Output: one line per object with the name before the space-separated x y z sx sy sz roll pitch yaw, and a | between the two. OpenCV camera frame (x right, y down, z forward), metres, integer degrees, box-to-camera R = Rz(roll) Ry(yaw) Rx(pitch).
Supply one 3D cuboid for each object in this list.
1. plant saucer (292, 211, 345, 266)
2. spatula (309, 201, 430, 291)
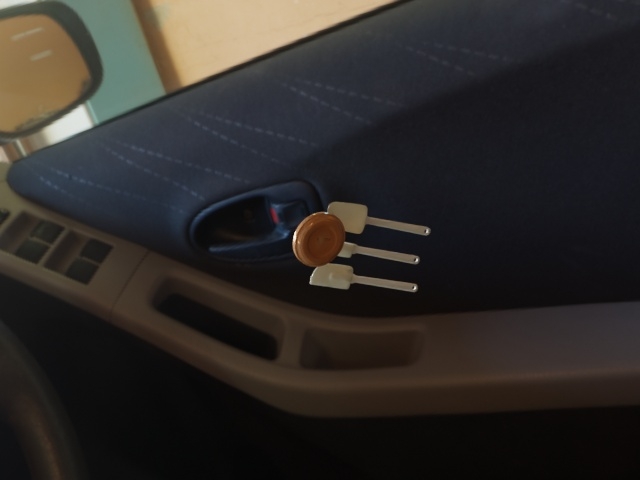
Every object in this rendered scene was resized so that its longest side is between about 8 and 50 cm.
plant saucer | 0.000 0.000 0.920 0.083 0.083 0.013 -26 32 -18
spatula | 0.106 0.020 1.243 0.242 0.168 0.019 9 6 -25
